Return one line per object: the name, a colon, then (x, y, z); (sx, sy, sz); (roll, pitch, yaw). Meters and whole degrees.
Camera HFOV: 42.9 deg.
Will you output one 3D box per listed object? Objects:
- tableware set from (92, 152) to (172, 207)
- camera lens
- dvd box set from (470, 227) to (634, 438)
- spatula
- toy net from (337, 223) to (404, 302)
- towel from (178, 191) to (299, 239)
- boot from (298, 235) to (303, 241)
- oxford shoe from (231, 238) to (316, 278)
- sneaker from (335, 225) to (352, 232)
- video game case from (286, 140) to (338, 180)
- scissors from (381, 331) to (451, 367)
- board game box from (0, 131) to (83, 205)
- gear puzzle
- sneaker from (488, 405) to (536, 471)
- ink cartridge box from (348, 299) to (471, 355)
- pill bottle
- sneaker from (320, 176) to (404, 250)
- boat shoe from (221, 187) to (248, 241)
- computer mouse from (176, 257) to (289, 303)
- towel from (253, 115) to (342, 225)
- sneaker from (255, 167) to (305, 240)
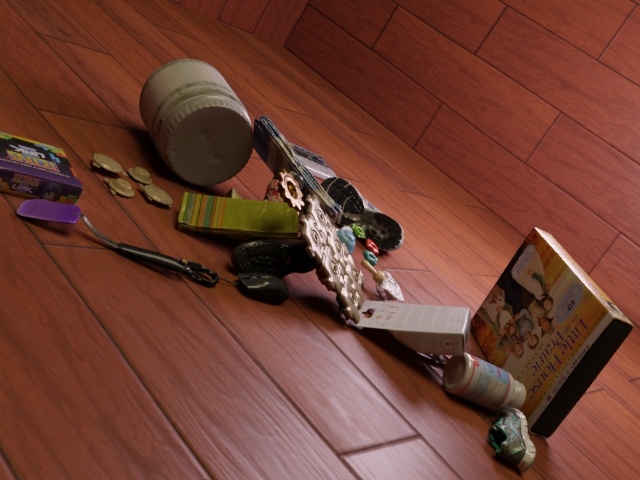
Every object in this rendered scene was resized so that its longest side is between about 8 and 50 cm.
tableware set: (-0.379, -0.120, 1.638); (0.169, 0.020, 0.141); (16, 26, -44)
camera lens: (-0.286, -0.276, 1.869); (0.219, 0.219, 0.274); (19, 22, -35)
dvd box set: (0.490, 0.190, 1.813); (0.062, 0.307, 0.420); (23, 21, -19)
spatula: (-0.356, -0.006, 1.366); (0.296, 0.030, 0.084); (26, 17, -18)
toy net: (0.117, 0.061, 1.903); (0.232, 0.045, 0.122); (53, 24, 15)
towel: (-0.161, -0.051, 1.623); (0.237, 0.021, 0.102); (5, 45, -6)
boot: (0.000, 0.000, 1.934); (0.114, 0.037, 0.106); (22, 18, -15)
oxford shoe: (-0.106, 0.033, 1.634); (0.096, 0.083, 0.227); (15, 8, 38)
sneaker: (0.065, -0.001, 2.038); (0.069, 0.038, 0.098); (43, 30, 24)
video game case: (-0.046, -0.245, 2.503); (0.190, 0.022, 0.173); (20, 22, -31)
scissors: (0.256, 0.251, 1.734); (0.297, 0.021, 0.109); (30, 21, -5)
board game box: (-0.511, -0.128, 1.399); (0.170, 0.048, 0.141); (14, 24, -43)
gear puzzle: (-0.008, 0.008, 1.622); (0.339, 0.044, 0.175); (59, 23, -25)
sneaker: (0.350, 0.361, 1.536); (0.076, 0.065, 0.166); (24, 18, -12)
ink cartridge box: (0.190, 0.180, 1.693); (0.232, 0.066, 0.189); (-1, 11, 15)
pill bottle: (0.332, 0.291, 1.640); (0.160, 0.087, 0.087); (25, 20, -22)
sneaker: (0.107, -0.060, 2.196); (0.283, 0.110, 0.122); (41, 2, 18)
boat shoe: (-0.179, -0.050, 1.729); (0.059, 0.063, 0.170); (28, 28, -23)
computer mouse: (-0.155, 0.066, 1.495); (0.242, 0.041, 0.071); (18, 24, -36)
towel: (-0.057, -0.142, 1.845); (0.285, 0.034, 0.209); (51, -12, 6)
sneaker: (-0.091, -0.040, 1.798); (0.090, 0.145, 0.270); (22, -20, 9)
